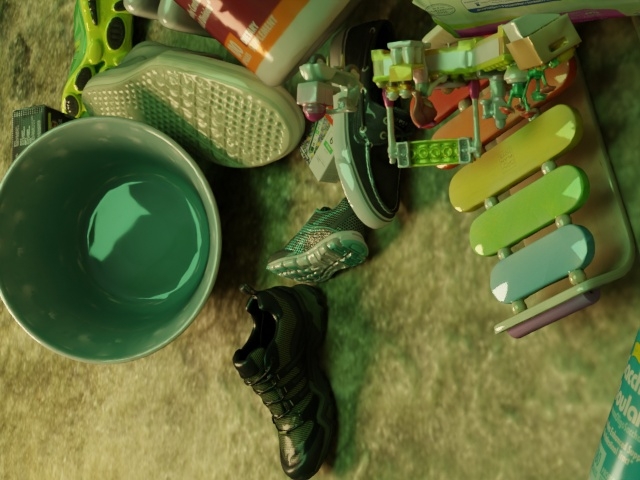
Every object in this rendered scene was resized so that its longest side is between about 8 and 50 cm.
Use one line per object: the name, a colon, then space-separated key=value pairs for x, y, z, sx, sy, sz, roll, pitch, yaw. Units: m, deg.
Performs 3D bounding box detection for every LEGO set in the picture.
LEGO set: x=0.117 y=-0.117 z=0.949 sx=0.287 sy=0.132 sz=0.107 roll=0 pitch=95 yaw=47

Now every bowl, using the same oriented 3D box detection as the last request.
bowl: x=-0.258 y=-0.002 z=1.491 sx=0.311 sy=0.163 sz=0.312 roll=0 pitch=91 yaw=11

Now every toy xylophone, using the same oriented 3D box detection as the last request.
toy xylophone: x=0.200 y=-0.089 z=0.997 sx=0.236 sy=0.081 sz=0.323 roll=-44 pitch=52 yaw=42

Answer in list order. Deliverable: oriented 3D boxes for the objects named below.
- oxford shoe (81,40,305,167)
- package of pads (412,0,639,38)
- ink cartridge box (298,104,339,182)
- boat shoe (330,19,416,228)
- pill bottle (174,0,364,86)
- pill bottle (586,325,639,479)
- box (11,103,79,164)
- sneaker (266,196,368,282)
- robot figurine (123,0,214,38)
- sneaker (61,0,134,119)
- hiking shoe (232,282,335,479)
oxford shoe: x=-0.161 y=-0.191 z=1.468 sx=0.449 sy=0.130 sz=0.169 roll=10 pitch=136 yaw=53
package of pads: x=0.197 y=-0.323 z=0.939 sx=0.229 sy=0.101 sz=0.297 roll=1 pitch=74 yaw=41
ink cartridge box: x=0.020 y=-0.129 z=1.295 sx=0.115 sy=0.029 sz=0.063 roll=-60 pitch=43 yaw=31
boat shoe: x=0.064 y=-0.129 z=1.203 sx=0.076 sy=0.080 sz=0.229 roll=-19 pitch=66 yaw=38
pill bottle: x=-0.118 y=-0.368 z=1.181 sx=0.392 sy=0.224 sz=0.224 roll=42 pitch=132 yaw=-3
pill bottle: x=0.290 y=0.100 z=0.798 sx=0.146 sy=0.146 sz=0.264 roll=32 pitch=112 yaw=51
box: x=-0.363 y=-0.042 z=1.659 sx=0.060 sy=0.216 sz=0.270 roll=-7 pitch=80 yaw=22
sneaker: x=0.000 y=0.000 z=1.297 sx=0.166 sy=0.065 sz=0.076 roll=-21 pitch=53 yaw=48
robot figurine: x=-0.134 y=-0.433 z=1.389 sx=0.300 sy=0.199 sz=0.354 roll=27 pitch=107 yaw=34
sneaker: x=-0.336 y=-0.298 z=1.767 sx=0.123 sy=0.109 sz=0.296 roll=-112 pitch=32 yaw=-72
hiking shoe: x=-0.052 y=0.161 z=1.291 sx=0.086 sy=0.114 sz=0.227 roll=-22 pitch=69 yaw=52
